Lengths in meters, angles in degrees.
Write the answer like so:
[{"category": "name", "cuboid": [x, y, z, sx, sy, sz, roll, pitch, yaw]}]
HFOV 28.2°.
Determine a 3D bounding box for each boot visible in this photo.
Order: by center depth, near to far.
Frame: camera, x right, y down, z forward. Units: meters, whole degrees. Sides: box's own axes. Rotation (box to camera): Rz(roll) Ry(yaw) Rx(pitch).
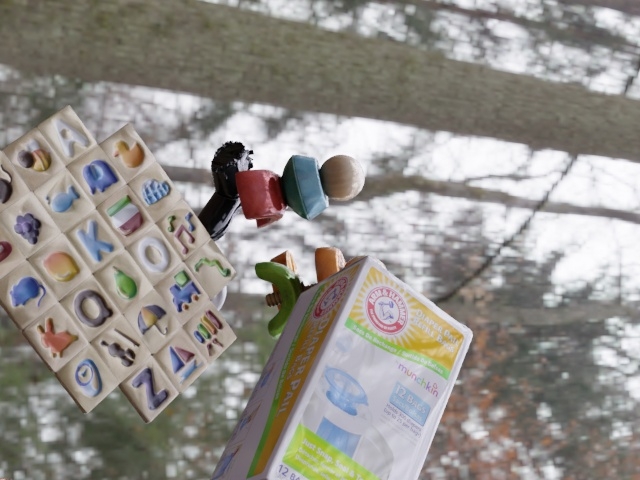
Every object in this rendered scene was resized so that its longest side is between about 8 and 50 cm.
[{"category": "boot", "cuboid": [-0.130, -0.066, 1.671, 0.045, 0.121, 0.099, 25, -36, 21]}]

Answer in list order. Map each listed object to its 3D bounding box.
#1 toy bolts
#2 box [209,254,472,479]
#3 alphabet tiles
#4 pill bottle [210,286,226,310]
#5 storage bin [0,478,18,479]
[{"category": "toy bolts", "cuboid": [0.000, 0.000, 1.654, 0.158, 0.218, 0.229, -14, -94, 7]}, {"category": "box", "cuboid": [0.015, 0.130, 0.956, 0.103, 0.114, 0.203, -32, -155, 52]}, {"category": "alphabet tiles", "cuboid": [-0.243, 0.024, 1.449, 0.011, 0.285, 0.342, -24, -75, 46]}, {"category": "pill bottle", "cuboid": [-0.226, 0.047, 1.974, 0.187, 0.112, 0.112, 45, -58, 57]}, {"category": "storage bin", "cuboid": [-0.232, 0.224, 0.937, 0.091, 0.135, 0.098, 143, -44, -83]}]
